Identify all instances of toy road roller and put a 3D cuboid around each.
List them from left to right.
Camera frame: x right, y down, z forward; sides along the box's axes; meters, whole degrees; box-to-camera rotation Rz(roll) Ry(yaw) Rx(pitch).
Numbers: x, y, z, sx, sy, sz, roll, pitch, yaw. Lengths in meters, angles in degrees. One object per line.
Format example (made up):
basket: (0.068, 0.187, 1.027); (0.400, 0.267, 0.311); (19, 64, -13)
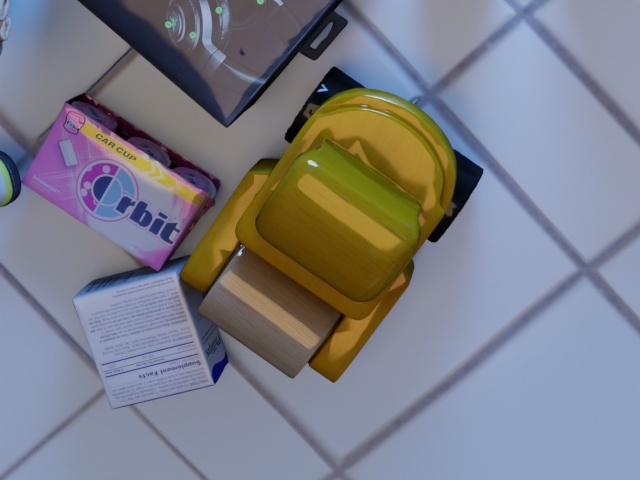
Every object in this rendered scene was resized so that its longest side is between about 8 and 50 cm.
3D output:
toy road roller: (0.000, 0.000, 1.387); (0.202, 0.240, 0.329); (35, 109, -1)

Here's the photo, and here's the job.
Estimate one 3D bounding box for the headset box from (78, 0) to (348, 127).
headset box: (-0.097, -0.289, 1.377); (0.283, 0.131, 0.246); (40, 108, -3)

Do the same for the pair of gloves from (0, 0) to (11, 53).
pair of gloves: (-0.325, -0.296, 1.385); (0.042, 0.204, 0.240); (11, 106, -24)

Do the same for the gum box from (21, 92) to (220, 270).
gum box: (-0.212, -0.061, 1.500); (0.188, 0.062, 0.107); (33, 109, -1)

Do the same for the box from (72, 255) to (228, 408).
box: (-0.186, 0.101, 1.538); (0.126, 0.072, 0.137); (-14, 103, 13)

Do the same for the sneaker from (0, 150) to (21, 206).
sneaker: (-0.430, -0.051, 1.498); (0.235, 0.097, 0.084); (-13, 103, 34)
